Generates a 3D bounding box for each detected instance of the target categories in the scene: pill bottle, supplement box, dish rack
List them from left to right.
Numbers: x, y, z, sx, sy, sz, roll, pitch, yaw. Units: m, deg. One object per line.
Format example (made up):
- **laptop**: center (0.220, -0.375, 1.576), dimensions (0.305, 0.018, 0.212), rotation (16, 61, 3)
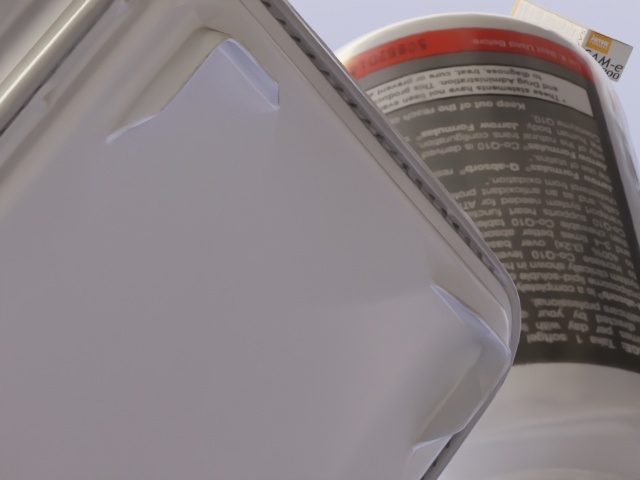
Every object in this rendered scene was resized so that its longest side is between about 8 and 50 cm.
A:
- **dish rack**: center (-0.068, 0.072, 0.654), dimensions (0.333, 0.072, 0.285), rotation (-52, -52, -12)
- **pill bottle**: center (0.087, 0.073, 0.947), dimensions (0.210, 0.210, 0.363), rotation (13, -134, -22)
- **supplement box**: center (0.217, -0.177, 1.604), dimensions (0.062, 0.036, 0.098), rotation (14, -166, -40)
